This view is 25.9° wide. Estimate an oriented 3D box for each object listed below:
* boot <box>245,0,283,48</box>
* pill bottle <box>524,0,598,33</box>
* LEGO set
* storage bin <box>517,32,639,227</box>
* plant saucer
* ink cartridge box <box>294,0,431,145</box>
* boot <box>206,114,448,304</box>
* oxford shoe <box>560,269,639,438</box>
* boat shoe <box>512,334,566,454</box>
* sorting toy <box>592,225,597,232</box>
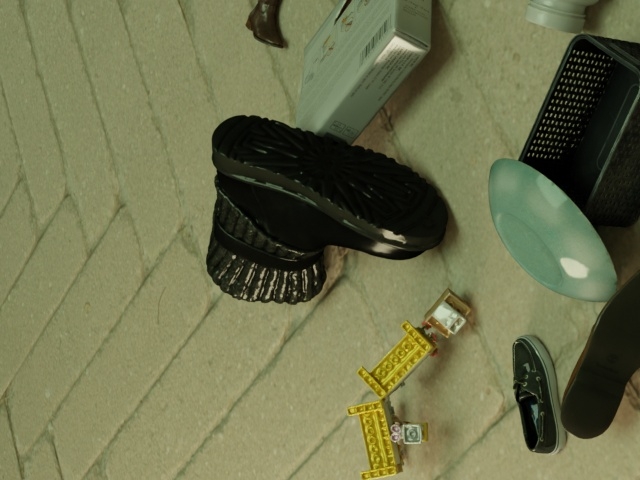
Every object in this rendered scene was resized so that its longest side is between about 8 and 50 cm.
[{"bbox_3d":[-0.068,-0.354,2.078,0.106,0.037,0.114,46,119,44],"label":"boot"},{"bbox_3d":[0.277,-0.312,1.523,0.087,0.087,0.160,36,117,51],"label":"pill bottle"},{"bbox_3d":[0.114,0.196,1.742,0.132,0.107,0.287,9,91,21],"label":"LEGO set"},{"bbox_3d":[0.300,-0.115,1.476,0.122,0.084,0.180,48,126,46],"label":"storage bin"},{"bbox_3d":[0.236,0.000,1.495,0.195,0.037,0.195,48,165,17],"label":"plant saucer"},{"bbox_3d":[0.055,-0.256,1.870,0.275,0.060,0.239,-49,24,42],"label":"ink cartridge box"},{"bbox_3d":[0.001,-0.003,1.846,0.348,0.131,0.260,25,136,23],"label":"boot"},{"bbox_3d":[0.312,0.103,1.461,0.212,0.076,0.076,-60,2,19],"label":"oxford shoe"},{"bbox_3d":[0.240,0.173,1.577,0.049,0.040,0.142,-39,57,47],"label":"boat shoe"},{"bbox_3d":[0.262,-0.025,1.561,0.102,0.042,0.061,55,130,42],"label":"sorting toy"}]
